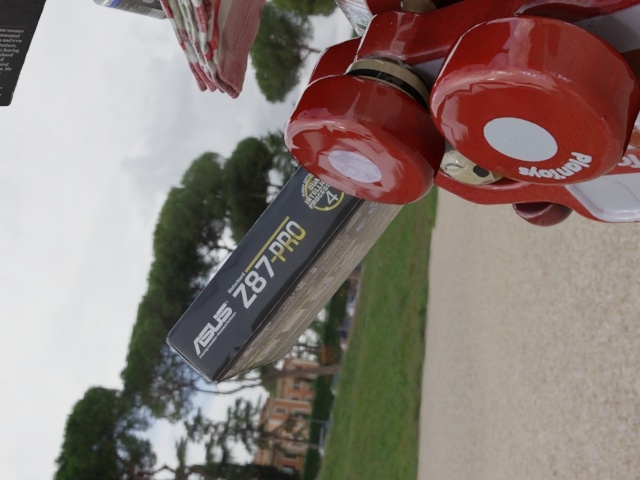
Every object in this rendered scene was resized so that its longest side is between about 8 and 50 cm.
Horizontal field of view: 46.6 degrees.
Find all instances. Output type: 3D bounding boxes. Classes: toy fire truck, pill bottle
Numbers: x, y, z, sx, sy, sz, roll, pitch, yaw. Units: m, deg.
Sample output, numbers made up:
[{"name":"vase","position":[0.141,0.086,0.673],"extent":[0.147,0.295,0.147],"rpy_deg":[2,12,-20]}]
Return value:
[{"name":"toy fire truck","position":[0.142,-0.081,0.487],"extent":[0.254,0.302,0.169],"rpy_deg":[37,-114,-31]},{"name":"pill bottle","position":[-0.237,-0.346,1.014],"extent":[0.137,0.078,0.078],"rpy_deg":[-2,-80,-44]}]

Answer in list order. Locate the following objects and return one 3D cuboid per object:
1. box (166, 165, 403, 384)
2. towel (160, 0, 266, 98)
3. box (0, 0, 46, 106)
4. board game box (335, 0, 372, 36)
[{"name":"box","position":[0.000,0.000,1.002],"extent":[0.395,0.097,0.318],"rpy_deg":[-52,-13,7]},{"name":"towel","position":[-0.044,-0.250,0.457],"extent":[0.329,0.037,0.237],"rpy_deg":[88,-159,-80]},{"name":"box","position":[-0.517,-0.389,1.001],"extent":[0.183,0.296,0.294],"rpy_deg":[-10,-32,-47]},{"name":"board game box","position":[0.126,-0.381,0.933],"extent":[0.232,0.141,0.291],"rpy_deg":[-66,-15,4]}]
